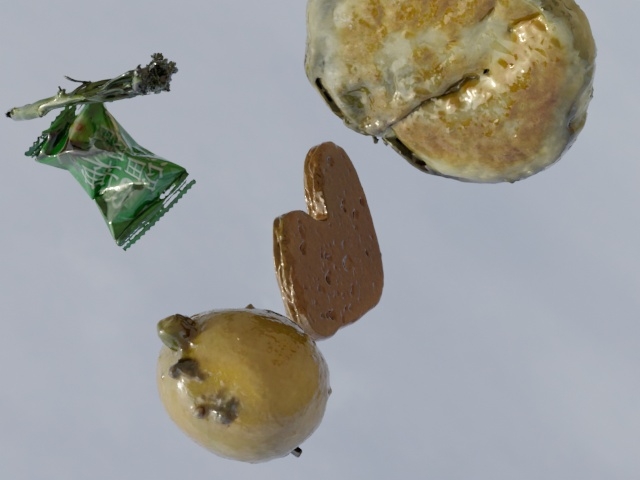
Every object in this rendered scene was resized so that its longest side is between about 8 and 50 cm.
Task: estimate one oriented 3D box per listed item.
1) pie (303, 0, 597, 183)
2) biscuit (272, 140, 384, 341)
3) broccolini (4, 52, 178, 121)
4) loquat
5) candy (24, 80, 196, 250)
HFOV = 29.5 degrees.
[{"bbox_3d":[0.138,-0.193,1.343,0.339,0.339,0.077,28,-131,-2],"label":"pie"},{"bbox_3d":[-0.002,0.000,1.774,0.277,0.052,0.262,-32,-75,-58],"label":"biscuit"},{"bbox_3d":[-0.291,-0.193,1.554,0.123,0.271,0.062,-9,-90,-58],"label":"broccolini"},{"bbox_3d":[-0.081,0.132,1.172,0.204,0.149,0.172,37,169,-37],"label":"loquat"},{"bbox_3d":[-0.282,-0.103,1.653,0.203,0.141,0.078,45,-153,3],"label":"candy"}]
